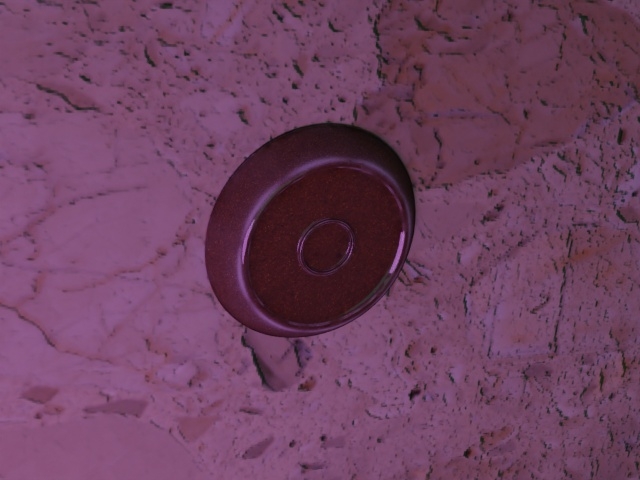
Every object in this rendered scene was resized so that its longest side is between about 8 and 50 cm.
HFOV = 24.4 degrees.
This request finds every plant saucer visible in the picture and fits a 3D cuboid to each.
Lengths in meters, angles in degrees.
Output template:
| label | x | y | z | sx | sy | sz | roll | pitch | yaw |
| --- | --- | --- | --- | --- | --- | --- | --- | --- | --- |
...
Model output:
| label | x | y | z | sx | sy | sz | roll | pitch | yaw |
| --- | --- | --- | --- | --- | --- | --- | --- | --- | --- |
| plant saucer | 0.000 | 0.000 | 1.062 | 0.168 | 0.029 | 0.168 | -12 | 118 | -23 |
